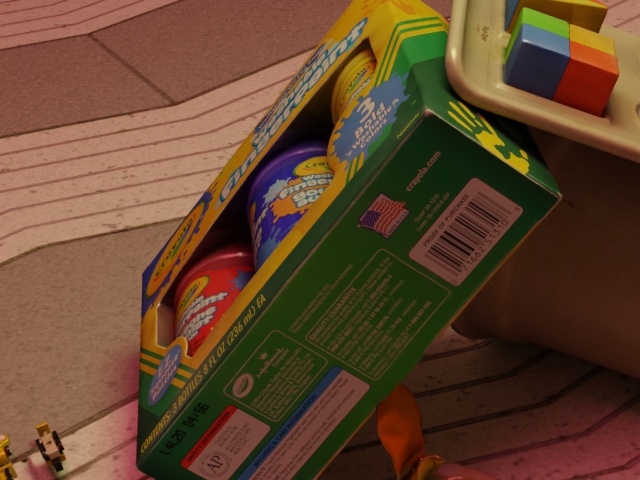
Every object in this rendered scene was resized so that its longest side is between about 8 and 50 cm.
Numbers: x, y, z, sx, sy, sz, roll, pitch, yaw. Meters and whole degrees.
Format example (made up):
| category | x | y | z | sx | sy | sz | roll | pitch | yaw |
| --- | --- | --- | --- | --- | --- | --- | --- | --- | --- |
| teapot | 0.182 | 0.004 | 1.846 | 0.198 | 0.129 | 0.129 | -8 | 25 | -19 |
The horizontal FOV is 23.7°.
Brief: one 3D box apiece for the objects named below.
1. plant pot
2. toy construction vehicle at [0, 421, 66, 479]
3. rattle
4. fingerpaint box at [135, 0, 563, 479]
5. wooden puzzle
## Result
| category | x | y | z | sx | sy | sz | roll | pitch | yaw |
| --- | --- | --- | --- | --- | --- | --- | --- | --- | --- |
| plant pot | 0.343 | 0.016 | 1.577 | 0.305 | 0.333 | 0.334 | 28 | 42 | 29 |
| toy construction vehicle | -0.305 | 0.229 | 1.572 | 0.086 | 0.035 | 0.098 | -26 | 30 | -13 |
| rattle | 0.138 | 0.227 | 1.380 | 0.130 | 0.142 | 0.200 | 1 | 17 | -27 |
| fingerpaint box | 0.000 | 0.000 | 1.510 | 0.163 | 0.445 | 0.371 | 32 | 21 | -20 |
| wooden puzzle | 0.290 | -0.168 | 1.470 | 0.348 | 0.080 | 0.322 | 23 | 27 | -4 |
